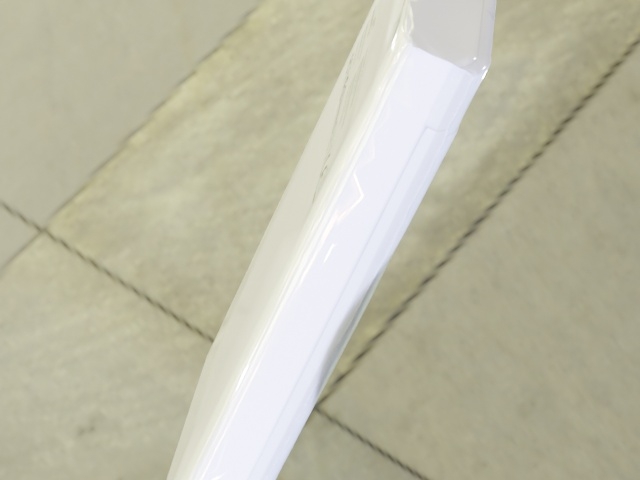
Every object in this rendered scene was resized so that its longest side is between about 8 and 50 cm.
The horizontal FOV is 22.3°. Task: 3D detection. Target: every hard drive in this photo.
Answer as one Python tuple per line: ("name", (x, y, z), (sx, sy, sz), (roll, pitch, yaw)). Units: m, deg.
("hard drive", (0.000, 0.000, 0.760), (0.203, 0.040, 0.307), (-76, 10, -58))
